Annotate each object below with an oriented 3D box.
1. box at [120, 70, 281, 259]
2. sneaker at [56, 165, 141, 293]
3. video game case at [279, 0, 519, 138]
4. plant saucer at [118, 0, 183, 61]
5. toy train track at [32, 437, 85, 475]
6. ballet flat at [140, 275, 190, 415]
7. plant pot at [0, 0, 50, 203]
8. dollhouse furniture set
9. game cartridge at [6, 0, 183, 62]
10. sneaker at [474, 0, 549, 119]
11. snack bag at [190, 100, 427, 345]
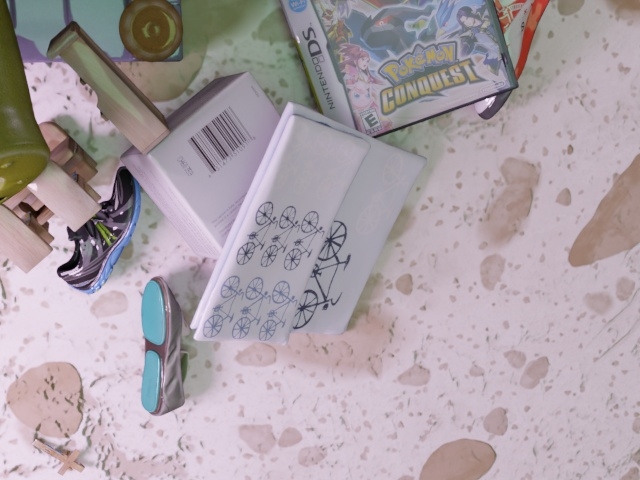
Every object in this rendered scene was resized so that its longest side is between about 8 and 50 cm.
[{"bbox_3d":[-0.132,-0.098,1.156,0.181,0.119,0.182,-44,113,-20],"label":"box"},{"bbox_3d":[-0.300,-0.017,1.179,0.078,0.067,0.188,24,100,-27],"label":"sneaker"},{"bbox_3d":[0.106,-0.283,1.198,0.275,0.035,0.248,-19,106,6],"label":"video game case"},{"bbox_3d":[-0.215,-0.270,1.109,0.084,0.015,0.083,-6,106,-22],"label":"plant saucer"},{"bbox_3d":[-0.383,0.314,1.272,0.083,0.014,0.048,36,99,-16],"label":"toy train track"},{"bbox_3d":[-0.222,0.150,1.256,0.068,0.072,0.213,-8,109,-43],"label":"ballet flat"},{"bbox_3d":[-0.448,-0.180,0.832,0.367,0.366,0.352,-28,89,-8],"label":"plant pot"},{"bbox_3d":[-0.330,-0.120,1.051,0.242,0.212,0.161,-41,115,2],"label":"dollhouse furniture set"},{"bbox_3d":[-0.354,-0.338,1.085,0.355,0.068,0.230,-4,110,-15],"label":"game cartridge"},{"bbox_3d":[0.238,-0.321,1.250,0.145,0.090,0.270,20,104,-9],"label":"sneaker"},{"bbox_3d":[0.000,0.000,1.195,0.343,0.037,0.323,13,104,-53],"label":"snack bag"}]
